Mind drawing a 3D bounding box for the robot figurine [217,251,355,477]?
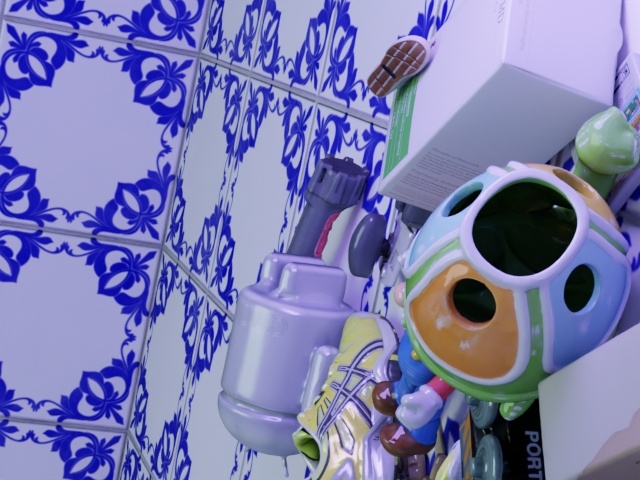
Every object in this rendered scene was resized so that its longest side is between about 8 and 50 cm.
[{"bbox_3d":[-0.057,0.202,2.433,0.300,0.199,0.353,26,106,63],"label":"robot figurine"}]

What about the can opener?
[{"bbox_3d":[0.120,-0.056,2.205,0.076,0.095,0.283,-112,36,-55],"label":"can opener"}]

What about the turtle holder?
[{"bbox_3d":[0.240,0.021,1.591,0.227,0.320,0.243,84,161,-62],"label":"turtle holder"}]

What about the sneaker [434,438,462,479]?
[{"bbox_3d":[0.165,0.342,1.911,0.126,0.091,0.240,-131,53,-68],"label":"sneaker"}]

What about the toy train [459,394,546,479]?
[{"bbox_3d":[0.225,0.287,1.712,0.190,0.142,0.334,113,158,-59],"label":"toy train"}]

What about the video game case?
[{"bbox_3d":[0.344,-0.114,1.713,0.157,0.019,0.143,120,151,-44],"label":"video game case"}]

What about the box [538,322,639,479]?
[{"bbox_3d":[0.345,0.152,1.405,0.311,0.148,0.121,132,142,-60],"label":"box"}]

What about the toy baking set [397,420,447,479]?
[{"bbox_3d":[0.130,0.321,2.108,0.197,0.030,0.256,-120,42,-61],"label":"toy baking set"}]

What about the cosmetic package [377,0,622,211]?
[{"bbox_3d":[0.222,-0.189,1.865,0.365,0.155,0.197,131,154,-58],"label":"cosmetic package"}]

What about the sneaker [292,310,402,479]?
[{"bbox_3d":[0.038,0.249,2.172,0.385,0.147,0.145,-87,6,-46],"label":"sneaker"}]

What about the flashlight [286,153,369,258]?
[{"bbox_3d":[0.000,0.000,2.533,0.304,0.103,0.103,-66,-10,26],"label":"flashlight"}]

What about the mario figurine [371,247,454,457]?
[{"bbox_3d":[0.126,0.128,1.961,0.198,0.170,0.321,40,128,31],"label":"mario figurine"}]

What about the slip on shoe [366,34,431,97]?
[{"bbox_3d":[0.109,-0.235,1.947,0.041,0.051,0.135,-41,-3,-34],"label":"slip on shoe"}]
